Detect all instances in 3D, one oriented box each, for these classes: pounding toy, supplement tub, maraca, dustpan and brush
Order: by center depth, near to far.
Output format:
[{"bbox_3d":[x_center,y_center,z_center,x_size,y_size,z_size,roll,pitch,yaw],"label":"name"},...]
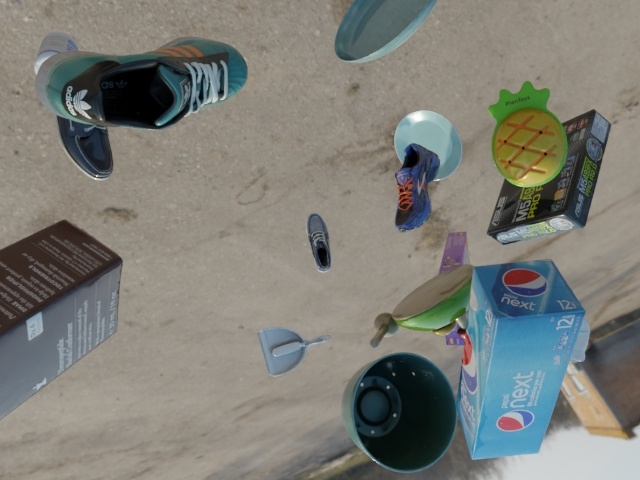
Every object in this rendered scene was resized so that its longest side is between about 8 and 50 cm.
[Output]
[{"bbox_3d":[0.370,-0.189,0.882,0.127,0.185,0.099,-12,-175,31],"label":"maraca"},{"bbox_3d":[0.220,0.154,0.935,0.237,0.110,0.183,-34,-179,10],"label":"pounding toy"},{"bbox_3d":[-0.517,-0.357,0.961,0.071,0.107,0.071,-10,138,-9],"label":"supplement tub"},{"bbox_3d":[-0.072,0.315,1.466,0.211,0.147,0.060,-16,179,-5],"label":"dustpan and brush"}]

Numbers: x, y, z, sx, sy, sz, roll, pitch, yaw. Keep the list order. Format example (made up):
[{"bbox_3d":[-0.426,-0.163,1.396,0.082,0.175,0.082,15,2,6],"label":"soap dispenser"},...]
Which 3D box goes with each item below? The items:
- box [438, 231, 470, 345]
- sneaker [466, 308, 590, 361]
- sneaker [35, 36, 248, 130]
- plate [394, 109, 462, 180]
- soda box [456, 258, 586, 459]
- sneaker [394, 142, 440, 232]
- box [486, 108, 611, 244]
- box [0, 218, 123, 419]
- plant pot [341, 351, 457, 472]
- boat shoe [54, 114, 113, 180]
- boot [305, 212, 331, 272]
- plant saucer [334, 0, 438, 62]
[{"bbox_3d":[0.371,0.120,1.326,0.057,0.201,0.293,-4,-160,21],"label":"box"},{"bbox_3d":[0.270,0.106,0.638,0.054,0.152,0.061,-30,133,-71],"label":"sneaker"},{"bbox_3d":[-0.196,-0.200,0.648,0.302,0.121,0.108,-29,137,-43],"label":"sneaker"},{"bbox_3d":[0.274,-0.242,1.236,0.024,0.188,0.188,-40,168,-40],"label":"plate"},{"bbox_3d":[0.178,0.120,0.462,0.071,0.067,0.210,-6,126,1],"label":"soda box"},{"bbox_3d":[0.195,-0.118,1.072,0.087,0.221,0.083,33,150,-34],"label":"sneaker"},{"bbox_3d":[0.499,-0.132,1.078,0.060,0.270,0.216,32,160,-17],"label":"box"},{"bbox_3d":[-0.471,0.145,0.688,0.381,0.143,0.191,-43,161,-50],"label":"box"},{"bbox_3d":[0.191,0.466,1.356,0.293,0.293,0.235,-16,169,-19],"label":"plant pot"},{"bbox_3d":[-0.399,-0.204,0.822,0.065,0.206,0.075,-13,-170,39],"label":"boat shoe"},{"bbox_3d":[0.000,0.000,1.482,0.069,0.190,0.086,-13,172,-5],"label":"boot"},{"bbox_3d":[0.162,-0.531,1.119,0.317,0.317,0.044,-39,128,25],"label":"plant saucer"}]
